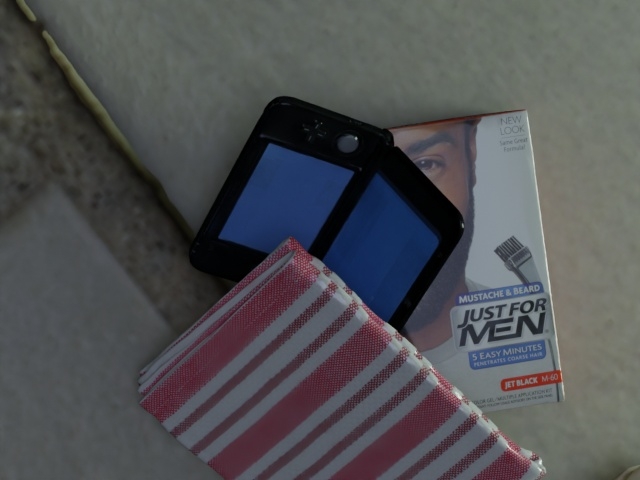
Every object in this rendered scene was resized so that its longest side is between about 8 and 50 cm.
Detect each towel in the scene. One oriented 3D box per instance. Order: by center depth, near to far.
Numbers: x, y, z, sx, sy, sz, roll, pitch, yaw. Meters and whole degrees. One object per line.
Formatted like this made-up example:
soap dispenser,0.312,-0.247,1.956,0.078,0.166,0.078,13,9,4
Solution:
towel,0.010,0.102,0.911,0.197,0.029,0.144,42,121,-10

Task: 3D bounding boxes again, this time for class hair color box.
hair color box,0.079,0.014,0.937,0.093,0.053,0.167,-9,93,-7

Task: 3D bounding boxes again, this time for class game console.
game console,0.000,0.000,0.887,0.107,0.071,0.122,18,122,-21

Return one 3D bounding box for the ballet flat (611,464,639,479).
ballet flat,0.223,0.178,0.955,0.316,0.107,0.106,-8,74,-13
